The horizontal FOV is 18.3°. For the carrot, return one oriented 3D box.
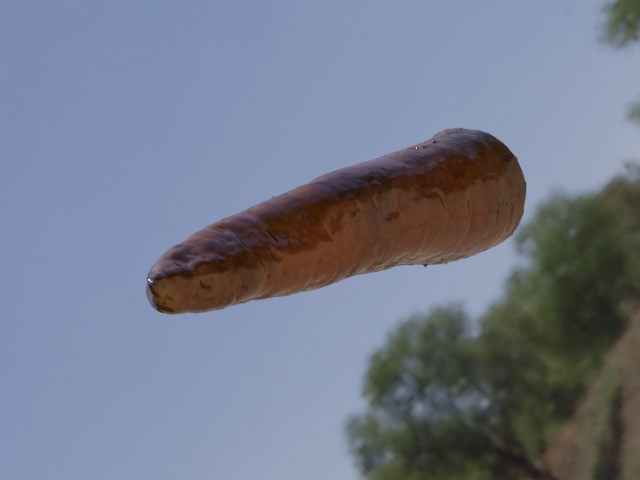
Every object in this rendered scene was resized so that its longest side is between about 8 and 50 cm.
[{"bbox_3d":[0.000,0.000,0.770,0.224,0.057,0.057,-19,-28,-52],"label":"carrot"}]
